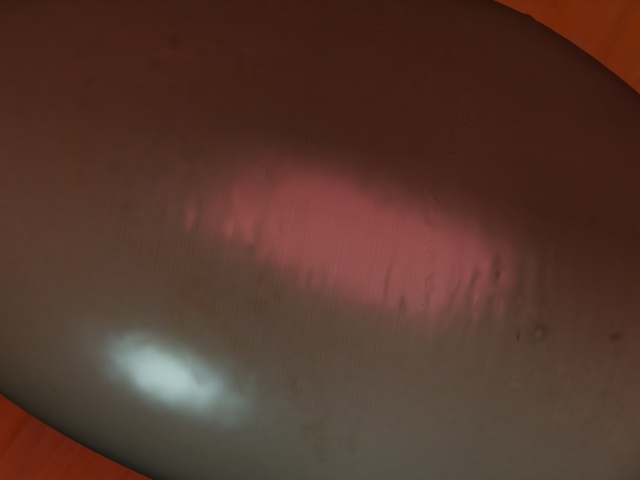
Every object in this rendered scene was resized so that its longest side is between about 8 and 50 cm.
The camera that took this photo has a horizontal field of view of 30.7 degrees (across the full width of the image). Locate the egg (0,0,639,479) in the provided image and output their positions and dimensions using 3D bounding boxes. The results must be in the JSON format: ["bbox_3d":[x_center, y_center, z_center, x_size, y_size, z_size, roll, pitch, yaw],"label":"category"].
[{"bbox_3d":[0.000,0.000,0.478,0.371,0.230,0.230,17,83,-16],"label":"egg"}]
